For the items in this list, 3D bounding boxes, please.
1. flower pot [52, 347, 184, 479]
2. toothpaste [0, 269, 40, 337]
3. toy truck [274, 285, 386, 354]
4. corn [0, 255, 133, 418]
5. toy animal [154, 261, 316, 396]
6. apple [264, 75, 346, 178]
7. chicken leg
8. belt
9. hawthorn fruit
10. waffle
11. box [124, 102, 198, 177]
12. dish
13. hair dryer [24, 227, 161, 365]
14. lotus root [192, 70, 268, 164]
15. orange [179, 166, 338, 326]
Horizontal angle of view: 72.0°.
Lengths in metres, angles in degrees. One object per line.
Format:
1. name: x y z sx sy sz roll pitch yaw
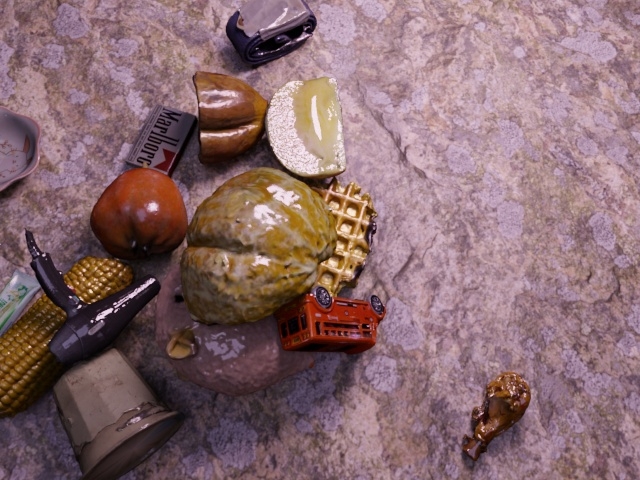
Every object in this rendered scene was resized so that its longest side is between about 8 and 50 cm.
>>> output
1. flower pot: -0.414 0.337 0.860 0.212 0.212 0.202 -41 73 -13
2. toothpaste: -0.721 0.205 0.954 0.074 0.048 0.297 24 70 6
3. toy truck: 0.032 0.172 0.906 0.252 0.107 0.114 16 54 -43
4. corn: -0.558 0.187 0.921 0.143 0.144 0.387 32 71 6
5. toy animal: -0.183 0.201 0.904 0.358 0.188 0.227 22 51 2
6. apple: -0.045 -0.266 1.076 0.193 0.120 0.265 -1 76 -18
7. chicken leg: 0.376 0.378 0.950 0.085 0.101 0.207 33 83 37
8. belt: -0.123 -0.552 1.153 0.230 0.140 0.126 -30 77 -13
9. hawthorn fruit: -0.402 -0.078 0.992 0.199 0.199 0.251 -9 57 -6
10. waffle: 0.000 -0.001 1.047 0.307 0.060 0.312 -13 75 -5
11. box: -0.396 -0.251 1.105 0.115 0.036 0.178 19 74 2
12. dish: -0.765 -0.203 1.048 0.229 0.081 0.230 2 72 -6
13. hair dryer: -0.466 0.076 0.853 0.235 0.091 0.272 -43 106 -34
14. lotus root: -0.213 -0.288 1.057 0.179 0.188 0.199 -1 72 -15
15. orange: -0.116 -0.017 0.850 0.270 0.211 0.369 14 40 15
